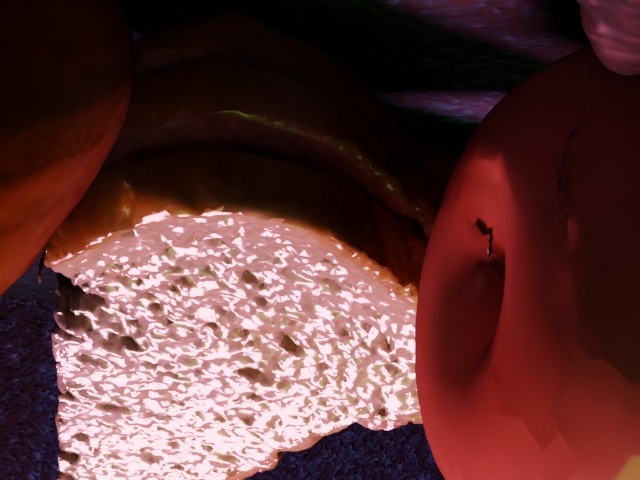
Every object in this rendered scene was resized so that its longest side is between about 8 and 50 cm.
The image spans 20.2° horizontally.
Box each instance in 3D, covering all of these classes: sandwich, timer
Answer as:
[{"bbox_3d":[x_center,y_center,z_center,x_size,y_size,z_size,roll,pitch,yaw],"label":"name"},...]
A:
[{"bbox_3d":[-0.066,0.026,0.844,0.288,0.100,0.254,-23,141,31],"label":"sandwich"},{"bbox_3d":[0.151,0.029,0.691,0.214,0.230,0.229,2,175,-20],"label":"timer"}]

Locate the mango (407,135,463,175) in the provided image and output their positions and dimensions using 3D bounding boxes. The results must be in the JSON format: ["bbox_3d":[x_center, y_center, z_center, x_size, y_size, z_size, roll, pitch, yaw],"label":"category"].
[{"bbox_3d":[-0.002,0.002,1.018,0.331,0.142,0.195,17,160,-28],"label":"mango"}]

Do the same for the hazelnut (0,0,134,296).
[{"bbox_3d":[-0.172,-0.047,0.571,0.186,0.210,0.210,35,160,-25],"label":"hazelnut"}]

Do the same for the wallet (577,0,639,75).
[{"bbox_3d":[0.186,-0.080,0.507,0.229,0.049,0.182,1,170,18],"label":"wallet"}]
